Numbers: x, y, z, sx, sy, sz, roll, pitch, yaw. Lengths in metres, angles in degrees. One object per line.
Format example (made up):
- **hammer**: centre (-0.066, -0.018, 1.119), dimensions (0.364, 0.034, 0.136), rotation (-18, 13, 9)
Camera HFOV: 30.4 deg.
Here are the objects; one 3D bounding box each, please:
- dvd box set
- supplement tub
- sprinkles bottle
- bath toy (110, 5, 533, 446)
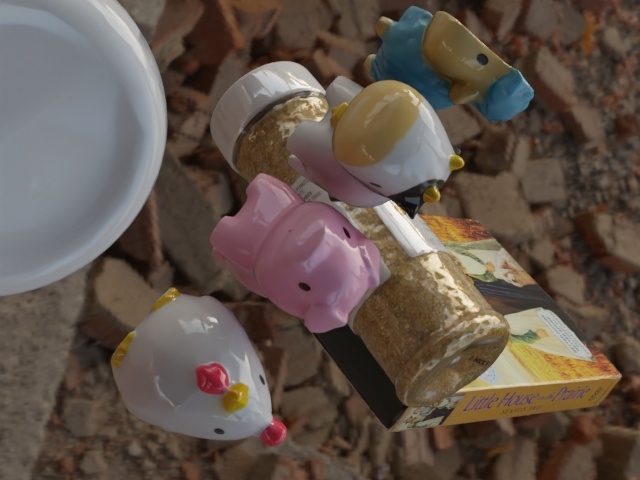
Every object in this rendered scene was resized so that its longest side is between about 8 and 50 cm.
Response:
- **dvd box set**: centre (0.140, 0.080, 1.387), dimensions (0.420, 0.062, 0.307), rotation (4, 38, -47)
- **supplement tub**: centre (-0.230, -0.113, 0.728), dimensions (0.193, 0.316, 0.193), rotation (-12, 120, -22)
- **sprinkles bottle**: centre (0.030, -0.013, 1.113), dimensions (0.121, 0.121, 0.355), rotation (-14, 56, -36)
- **bath toy**: centre (0.000, 0.000, 0.825), dimensions (0.129, 0.151, 0.348), rotation (37, 81, 5)
